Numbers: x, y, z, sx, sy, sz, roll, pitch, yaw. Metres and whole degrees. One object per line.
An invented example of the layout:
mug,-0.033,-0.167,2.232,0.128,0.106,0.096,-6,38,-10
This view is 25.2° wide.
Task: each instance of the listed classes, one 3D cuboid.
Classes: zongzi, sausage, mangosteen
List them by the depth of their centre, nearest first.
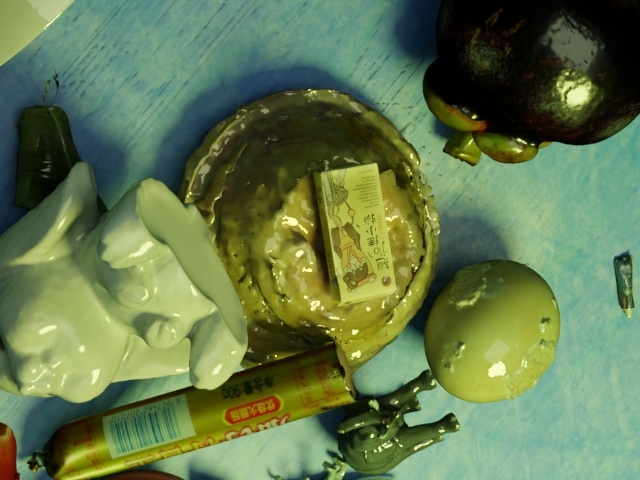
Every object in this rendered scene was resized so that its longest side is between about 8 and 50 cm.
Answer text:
zongzi,-0.268,-0.098,1.545,0.130,0.062,0.154,10,77,-47
sausage,-0.144,0.194,1.564,0.371,0.082,0.082,-17,107,2
mangosteen,0.244,-0.204,1.668,0.275,0.275,0.302,24,121,-26

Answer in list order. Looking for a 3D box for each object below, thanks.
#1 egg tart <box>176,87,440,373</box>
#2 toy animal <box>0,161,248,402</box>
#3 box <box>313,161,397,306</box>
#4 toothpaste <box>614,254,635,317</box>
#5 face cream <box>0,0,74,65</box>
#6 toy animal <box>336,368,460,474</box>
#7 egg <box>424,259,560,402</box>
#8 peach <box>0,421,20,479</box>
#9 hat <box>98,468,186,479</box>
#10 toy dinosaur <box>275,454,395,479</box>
egg tart,0.000,0.000,1.625,0.352,0.150,0.352,-3,97,-27
toy animal,-0.238,0.068,1.488,0.265,0.206,0.272,-28,122,15
box,0.038,-0.007,1.551,0.073,0.020,0.149,-12,95,-28
toothpaste,0.404,0.061,1.895,0.027,0.019,0.083,-8,98,-7
face cream,-0.330,-0.290,1.378,0.218,0.218,0.179,-48,113,-11
toy animal,0.083,0.210,1.653,0.137,0.269,0.082,-24,75,-4
egg,0.204,0.110,1.724,0.201,0.164,0.164,-50,119,-46
peach,-0.402,0.249,1.456,0.197,0.197,0.197,-4,100,-25
hat,-0.209,0.348,1.609,0.205,0.089,0.205,-3,99,-16
toy dinosaur,0.007,0.316,1.739,0.187,0.044,0.106,22,102,-39
